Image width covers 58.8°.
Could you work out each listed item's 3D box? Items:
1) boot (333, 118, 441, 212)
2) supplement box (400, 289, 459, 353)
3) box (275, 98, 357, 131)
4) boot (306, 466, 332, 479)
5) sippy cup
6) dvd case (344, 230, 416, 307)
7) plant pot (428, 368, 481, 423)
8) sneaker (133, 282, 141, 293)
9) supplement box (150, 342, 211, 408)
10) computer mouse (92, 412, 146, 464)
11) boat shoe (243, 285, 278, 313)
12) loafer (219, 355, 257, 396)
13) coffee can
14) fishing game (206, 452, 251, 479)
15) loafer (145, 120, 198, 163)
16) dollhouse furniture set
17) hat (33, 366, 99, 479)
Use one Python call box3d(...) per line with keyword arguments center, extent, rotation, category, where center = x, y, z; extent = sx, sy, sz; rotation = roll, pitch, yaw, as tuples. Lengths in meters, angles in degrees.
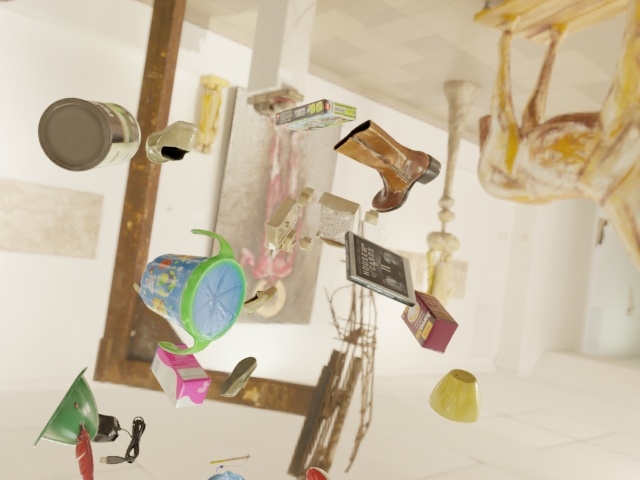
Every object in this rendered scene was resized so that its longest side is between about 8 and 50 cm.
box3d(center=(0.154, -0.196, 1.601), extent=(0.280, 0.096, 0.264), rotation=(21, 148, -30), category="boot")
box3d(center=(0.323, 0.240, 1.703), extent=(0.081, 0.104, 0.188), rotation=(19, -164, -19), category="supplement box")
box3d(center=(-0.015, -0.327, 1.502), extent=(0.114, 0.036, 0.207), rotation=(3, 178, -39), category="box")
box3d(center=(-0.018, 0.990, 2.216), extent=(0.176, 0.088, 0.244), rotation=(21, -162, -45), category="boot")
box3d(center=(-0.361, 0.137, 1.560), extent=(0.224, 0.305, 0.240), rotation=(12, 140, 29), category="sippy cup")
box3d(center=(0.176, 0.085, 1.684), extent=(0.239, 0.179, 0.029), rotation=(25, 131, -25), category="dvd case")
box3d(center=(0.353, 0.386, 1.451), extent=(0.134, 0.095, 0.134), rotation=(11, -163, -3), category="plant pot")
box3d(center=(-0.544, 0.156, 1.778), extent=(0.083, 0.037, 0.032), rotation=(35, 143, 5), category="sneaker")
box3d(center=(-0.493, 0.471, 1.997), extent=(0.114, 0.111, 0.220), rotation=(6, -156, -41), category="supplement box")
box3d(center=(-0.668, 0.601, 1.712), extent=(0.262, 0.060, 0.184), rotation=(16, -153, -21), category="computer mouse")
box3d(center=(-0.202, 0.191, 1.905), extent=(0.135, 0.045, 0.050), rotation=(-38, -159, -21), category="boat shoe")
box3d(center=(-0.243, 0.413, 1.719), extent=(0.056, 0.148, 0.050), rotation=(41, 174, 47), category="loafer")
box3d(center=(-0.676, -0.314, 1.689), extent=(0.202, 0.201, 0.275), rotation=(8, -169, -2), category="coffee can")
box3d(center=(-0.286, 0.720, 1.563), extent=(0.189, 0.264, 0.041), rotation=(5, -173, -43), category="fishing game")
box3d(center=(-0.472, -0.288, 1.763), extent=(0.102, 0.092, 0.268), rotation=(17, 158, -33), category="loafer")
box3d(center=(0.000, 0.000, 2.018), extent=(0.356, 0.174, 0.303), rotation=(20, 137, 14), category="dollhouse furniture set")
box3d(center=(-0.473, 0.399, 1.195), extent=(0.183, 0.208, 0.173), rotation=(33, -179, -11), category="hat")
